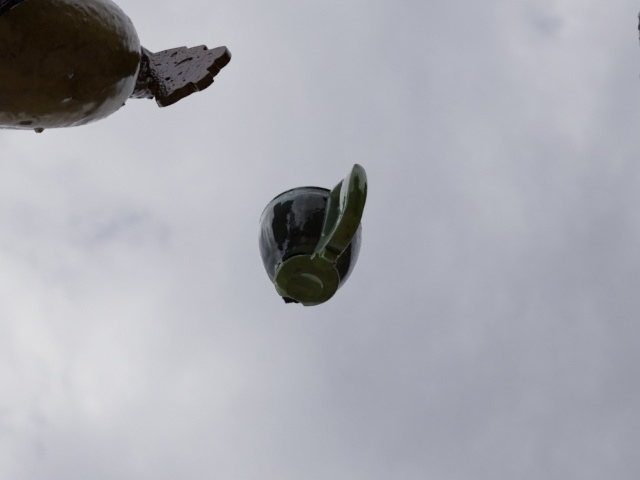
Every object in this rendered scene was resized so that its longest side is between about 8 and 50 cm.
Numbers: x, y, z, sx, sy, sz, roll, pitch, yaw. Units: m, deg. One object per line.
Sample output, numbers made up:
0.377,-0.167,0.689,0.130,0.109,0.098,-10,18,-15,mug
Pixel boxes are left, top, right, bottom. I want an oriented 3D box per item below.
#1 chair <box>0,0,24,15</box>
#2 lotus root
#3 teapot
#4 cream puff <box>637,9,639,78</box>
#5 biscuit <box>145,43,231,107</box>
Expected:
-0.210,-0.253,1.194,0.149,0.174,0.213,-57,-9,20,chair
-0.268,-0.168,1.377,0.343,0.169,0.151,-1,-87,-44,lotus root
-0.009,0.000,1.376,0.092,0.091,0.124,3,-53,-1,teapot
0.418,-0.177,1.611,0.239,0.165,0.239,28,-132,-36,cream puff
-0.124,-0.147,1.407,0.082,0.092,0.016,-42,-53,-19,biscuit
